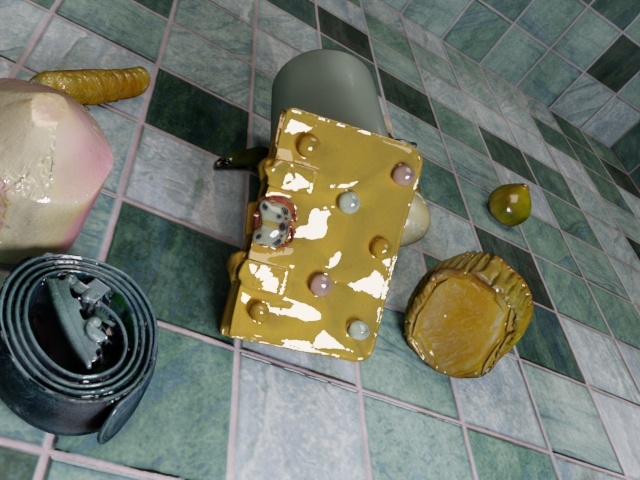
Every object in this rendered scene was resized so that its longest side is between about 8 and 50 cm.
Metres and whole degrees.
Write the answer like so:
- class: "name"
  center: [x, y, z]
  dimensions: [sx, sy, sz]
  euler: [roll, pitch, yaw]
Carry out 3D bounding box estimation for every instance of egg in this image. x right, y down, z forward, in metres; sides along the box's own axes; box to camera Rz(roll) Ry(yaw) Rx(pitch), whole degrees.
- class: "egg"
  center: [0.159, -0.060, 1.483]
  dimensions: [0.201, 0.164, 0.164]
  euler: [19, 24, 28]

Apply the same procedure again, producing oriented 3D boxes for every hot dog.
- class: "hot dog"
  center: [-0.446, -0.306, 1.260]
  dimensions: [0.061, 0.088, 0.286]
  euler: [50, 38, 6]

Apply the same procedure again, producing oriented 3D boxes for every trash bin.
- class: "trash bin"
  center: [0.022, -0.183, 1.360]
  dimensions: [0.280, 0.280, 0.432]
  euler: [20, 45, -28]

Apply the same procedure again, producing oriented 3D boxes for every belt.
- class: "belt"
  center: [-0.321, 0.142, 0.834]
  dimensions: [0.206, 0.116, 0.267]
  euler: [3, 45, -38]

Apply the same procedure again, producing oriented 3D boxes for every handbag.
- class: "handbag"
  center: [0.000, 0.000, 1.087]
  dimensions: [0.283, 0.401, 0.133]
  euler: [16, 1, -21]

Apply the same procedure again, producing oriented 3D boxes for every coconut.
- class: "coconut"
  center: [-0.422, -0.110, 0.908]
  dimensions: [0.233, 0.245, 0.233]
  euler: [23, 38, -19]

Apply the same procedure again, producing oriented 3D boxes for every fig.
- class: "fig"
  center: [0.601, -0.114, 2.026]
  dimensions: [0.136, 0.120, 0.153]
  euler: [32, 57, -21]

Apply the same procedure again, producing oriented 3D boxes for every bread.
- class: "bread"
  center: [0.299, 0.148, 1.305]
  dimensions: [0.227, 0.253, 0.142]
  euler: [39, 31, 13]

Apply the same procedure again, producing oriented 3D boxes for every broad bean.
- class: "broad bean"
  center: [-0.126, -0.188, 1.468]
  dimensions: [0.297, 0.043, 0.060]
  euler: [-3, 63, -45]

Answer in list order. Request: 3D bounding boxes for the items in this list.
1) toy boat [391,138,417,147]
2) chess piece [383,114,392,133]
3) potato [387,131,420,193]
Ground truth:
- class: "toy boat"
  center: [0.126, -0.176, 1.545]
  dimensions: [0.103, 0.246, 0.093]
  euler: [48, 26, -32]
- class: "chess piece"
  center: [0.059, -0.341, 1.770]
  dimensions: [0.397, 0.117, 0.117]
  euler: [1, 49, -46]
- class: "potato"
  center: [0.163, -0.191, 1.663]
  dimensions: [0.176, 0.141, 0.298]
  euler: [-15, 61, -43]
